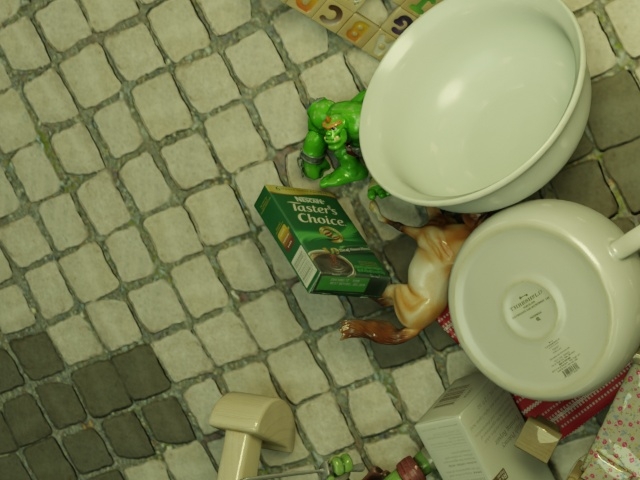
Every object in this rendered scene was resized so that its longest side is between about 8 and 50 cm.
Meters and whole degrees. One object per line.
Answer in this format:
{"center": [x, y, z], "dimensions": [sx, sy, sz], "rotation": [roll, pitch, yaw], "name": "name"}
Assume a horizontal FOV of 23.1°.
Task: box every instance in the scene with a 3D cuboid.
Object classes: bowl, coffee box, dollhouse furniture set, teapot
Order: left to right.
{"center": [0.000, 0.000, 1.995], "dimensions": [0.040, 0.113, 0.184], "rotation": [-63, 38, 28], "name": "coffee box"}
{"center": [0.203, -0.145, 1.840], "dimensions": [0.298, 0.298, 0.134], "rotation": [-17, 144, 31], "name": "bowl"}
{"center": [0.289, 0.056, 1.844], "dimensions": [0.256, 0.187, 0.253], "rotation": [15, 111, 31], "name": "teapot"}
{"center": [0.418, 0.226, 1.779], "dimensions": [0.355, 0.174, 0.303], "rotation": [28, 116, 14], "name": "dollhouse furniture set"}

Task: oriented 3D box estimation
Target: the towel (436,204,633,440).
{"center": [0.273, 0.108, 1.997], "dimensions": [0.275, 0.031, 0.199], "rotation": [48, 122, 3], "name": "towel"}

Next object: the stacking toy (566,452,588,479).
{"center": [0.410, 0.497, 1.953], "dimensions": [0.350, 0.350, 0.480], "rotation": [-24, 81, 31], "name": "stacking toy"}

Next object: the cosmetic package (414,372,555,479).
{"center": [0.226, 0.298, 2.023], "dimensions": [0.085, 0.117, 0.231], "rotation": [-19, 106, 43], "name": "cosmetic package"}

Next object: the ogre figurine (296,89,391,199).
{"center": [0.045, -0.124, 1.989], "dimensions": [0.197, 0.097, 0.118], "rotation": [27, 135, 57], "name": "ogre figurine"}

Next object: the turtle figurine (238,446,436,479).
{"center": [0.080, 0.376, 2.075], "dimensions": [0.266, 0.274, 0.198], "rotation": [-28, 62, 10], "name": "turtle figurine"}

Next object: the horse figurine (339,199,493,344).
{"center": [0.118, 0.034, 1.998], "dimensions": [0.174, 0.066, 0.263], "rotation": [36, 114, 31], "name": "horse figurine"}

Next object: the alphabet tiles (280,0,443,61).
{"center": [0.046, -0.334, 1.880], "dimensions": [0.237, 0.009, 0.198], "rotation": [28, 126, -25], "name": "alphabet tiles"}

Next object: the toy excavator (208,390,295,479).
{"center": [-0.103, 0.497, 2.197], "dimensions": [0.222, 0.433, 0.445], "rotation": [7, 139, 25], "name": "toy excavator"}
